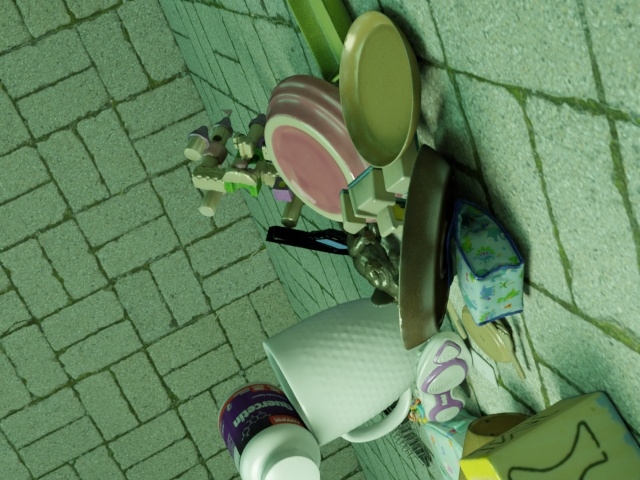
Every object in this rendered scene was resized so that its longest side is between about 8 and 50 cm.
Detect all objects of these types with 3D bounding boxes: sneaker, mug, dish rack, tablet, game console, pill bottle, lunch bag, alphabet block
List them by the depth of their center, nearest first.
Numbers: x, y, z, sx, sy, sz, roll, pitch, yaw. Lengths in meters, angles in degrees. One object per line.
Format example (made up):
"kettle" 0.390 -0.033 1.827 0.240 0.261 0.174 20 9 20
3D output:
"alphabet block" 0.346 0.352 1.234 0.192 0.197 0.193 61 169 13
"lunch bag" 0.237 0.029 1.277 0.129 0.096 0.151 77 176 -50
"tablet" 0.314 0.246 1.640 0.083 0.006 0.054 46 160 59
"sneaker" 0.232 0.256 1.757 0.305 0.114 0.152 85 168 -54
"lunch bag" 0.331 0.478 1.840 0.279 0.108 0.224 171 77 -77
"pill bottle" -0.112 0.458 1.916 0.181 0.181 0.323 68 168 -23
"mug" 0.088 0.320 2.015 0.276 0.328 0.374 44 159 60
"game console" 0.000 0.000 2.037 0.361 0.213 0.044 173 107 -76
"dish rack" 0.238 0.557 2.554 0.208 0.074 0.271 47 161 58

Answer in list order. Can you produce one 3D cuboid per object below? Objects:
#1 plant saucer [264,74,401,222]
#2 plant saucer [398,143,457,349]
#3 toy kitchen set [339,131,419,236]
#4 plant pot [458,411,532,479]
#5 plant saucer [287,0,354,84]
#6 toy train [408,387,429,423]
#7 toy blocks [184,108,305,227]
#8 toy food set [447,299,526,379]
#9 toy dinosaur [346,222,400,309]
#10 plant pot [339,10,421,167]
"plant saucer" 0.008 -0.158 1.643 0.332 0.084 0.332 37 154 22
"plant saucer" 0.166 0.012 1.280 0.310 0.050 0.310 5 -90 -74
"toy kitchen set" 0.140 -0.101 1.445 0.207 0.166 0.122 -38 51 51
"plant pot" 0.339 0.444 1.506 0.237 0.237 0.254 -161 61 -75
"plant saucer" 0.011 -0.376 1.478 0.188 0.045 0.188 65 169 -5
"toy train" 0.246 0.444 2.319 0.125 0.046 0.166 63 170 -2
"toy blocks" -0.159 -0.231 2.103 0.309 0.289 0.260 81 -158 -53
"toy food set" 0.292 0.154 1.471 0.192 0.038 0.132 36 159 56
"toy dinosaur" 0.104 0.024 1.804 0.313 0.121 0.160 57 155 11
"plant pot" 0.093 -0.230 1.305 0.236 0.032 0.236 172 90 -67
